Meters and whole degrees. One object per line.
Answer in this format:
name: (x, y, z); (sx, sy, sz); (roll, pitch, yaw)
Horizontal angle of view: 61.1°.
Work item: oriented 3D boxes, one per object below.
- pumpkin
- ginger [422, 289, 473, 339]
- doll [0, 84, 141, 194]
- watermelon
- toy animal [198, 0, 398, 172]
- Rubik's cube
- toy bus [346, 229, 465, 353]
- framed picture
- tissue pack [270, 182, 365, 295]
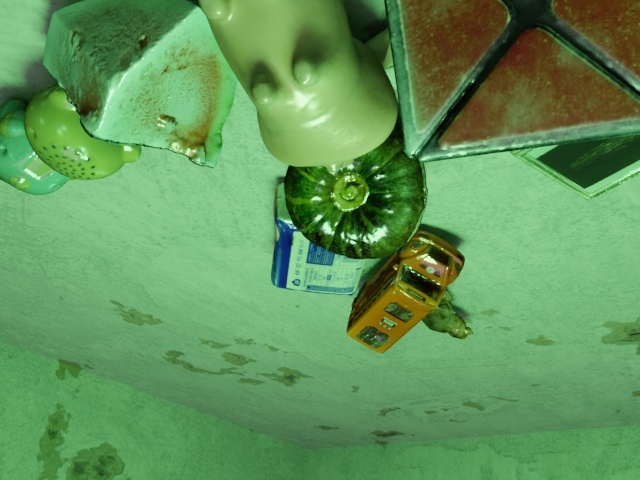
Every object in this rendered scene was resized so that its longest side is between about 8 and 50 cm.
pumpkin: (0.062, -0.097, 0.961); (0.260, 0.189, 0.261); (2, 107, 6)
ginger: (0.294, 0.170, 1.447); (0.166, 0.080, 0.333); (-9, 138, 38)
doll: (-0.456, -0.176, 0.950); (0.260, 0.162, 0.177); (-11, 143, 28)
watermelon: (-0.243, -0.224, 0.786); (0.289, 0.214, 0.320); (-24, 124, 42)
toy animal: (-0.028, -0.245, 0.732); (0.236, 0.269, 0.327); (-12, 111, 25)
Rubik's cube: (0.212, -0.241, 0.575); (0.259, 0.260, 0.255); (-3, 112, 18)
toy bus: (0.190, 0.127, 1.268); (0.142, 0.153, 0.329); (31, 134, -5)
framed picture: (0.515, -0.176, 0.923); (0.231, 0.018, 0.293); (23, 144, -24)
tissue pack: (0.000, 0.000, 1.182); (0.209, 0.137, 0.270); (7, 144, -1)
